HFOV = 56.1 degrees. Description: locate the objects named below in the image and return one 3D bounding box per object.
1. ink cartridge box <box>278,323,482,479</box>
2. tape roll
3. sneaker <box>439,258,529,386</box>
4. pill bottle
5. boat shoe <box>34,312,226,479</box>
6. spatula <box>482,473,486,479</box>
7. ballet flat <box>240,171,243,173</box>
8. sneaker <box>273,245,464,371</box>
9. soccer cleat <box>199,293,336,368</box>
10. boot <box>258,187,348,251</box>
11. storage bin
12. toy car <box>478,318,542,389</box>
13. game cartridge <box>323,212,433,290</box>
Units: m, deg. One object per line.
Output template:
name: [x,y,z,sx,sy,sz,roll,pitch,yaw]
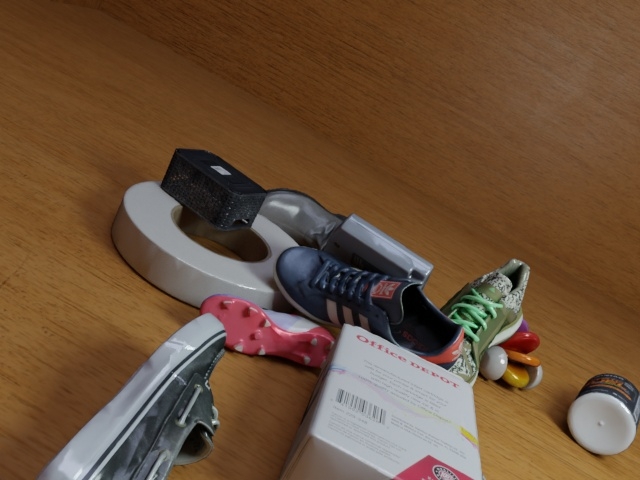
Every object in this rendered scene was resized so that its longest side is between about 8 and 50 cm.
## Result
ink cartridge box: [0.086,0.267,0.806,0.226,0.131,0.306,27,18,3]
tape roll: [-0.201,0.010,1.160,0.391,0.072,0.392,25,18,-9]
sneaker: [0.292,0.140,1.162,0.158,0.182,0.410,31,36,23]
pill bottle: [0.627,0.367,1.313,0.130,0.131,0.245,38,20,25]
boat shoe: [-0.173,0.205,0.664,0.119,0.121,0.335,37,30,0]
spatula: [0.284,0.392,0.916,0.296,0.030,0.084,27,18,-3]
ballet flat: [-0.222,-0.126,1.517,0.070,0.070,0.188,28,21,-1]
sneaker: [0.082,0.092,0.991,0.349,0.148,0.131,28,61,8]
soccer cleat: [-0.085,0.145,0.982,0.247,0.083,0.095,21,5,-22]
boot: [0.000,0.000,1.416,0.338,0.118,0.223,15,28,-25]
storage bin: [-0.212,-0.104,1.201,0.180,0.084,0.122,36,20,20]
toy car: [0.420,0.236,1.346,0.159,0.136,0.182,19,21,-26]
game cartridge: [0.092,0.074,1.136,0.198,0.297,0.062,38,63,16]
